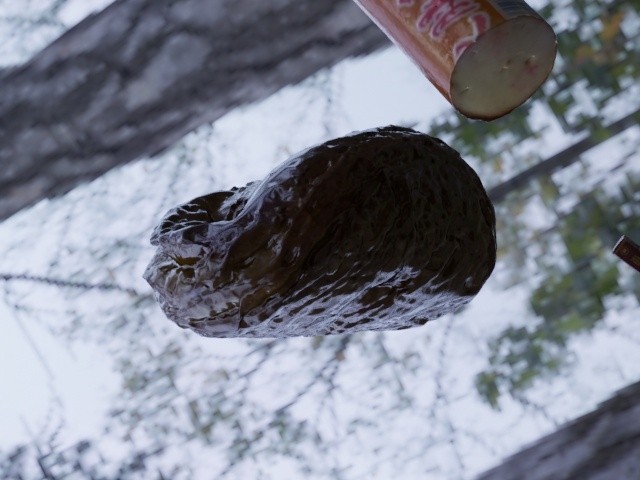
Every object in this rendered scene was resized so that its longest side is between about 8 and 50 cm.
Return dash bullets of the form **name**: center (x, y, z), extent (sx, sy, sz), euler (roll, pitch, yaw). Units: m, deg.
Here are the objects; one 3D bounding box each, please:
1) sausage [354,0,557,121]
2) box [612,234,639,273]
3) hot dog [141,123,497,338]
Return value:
- **sausage**: center (0.054, -0.214, 1.390), extent (0.093, 0.093, 0.312), euler (11, -149, -44)
- **box**: center (0.376, 0.028, 2.116), extent (0.082, 0.023, 0.051), euler (37, -170, 6)
- **hot dog**: center (0.000, 0.000, 1.712), extent (0.387, 0.267, 0.174), euler (2, -111, -55)
